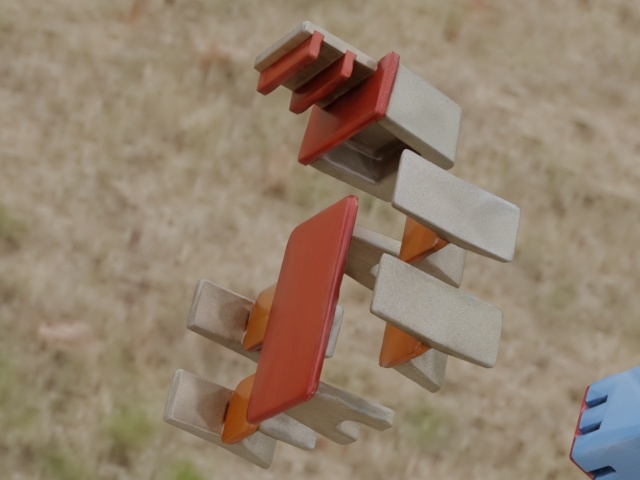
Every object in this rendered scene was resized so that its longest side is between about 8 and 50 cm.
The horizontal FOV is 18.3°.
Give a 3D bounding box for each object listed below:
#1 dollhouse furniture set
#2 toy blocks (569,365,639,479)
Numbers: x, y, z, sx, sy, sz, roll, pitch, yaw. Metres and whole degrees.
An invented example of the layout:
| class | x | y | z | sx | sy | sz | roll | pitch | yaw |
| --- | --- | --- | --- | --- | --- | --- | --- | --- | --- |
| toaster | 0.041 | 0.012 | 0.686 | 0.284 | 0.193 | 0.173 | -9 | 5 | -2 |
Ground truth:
| class | x | y | z | sx | sy | sz | roll | pitch | yaw |
| --- | --- | --- | --- | --- | --- | --- | --- | --- | --- |
| dollhouse furniture set | 0.000 | 0.000 | 1.321 | 0.135 | 0.262 | 0.259 | 27 | 57 | -24 |
| toy blocks | 0.267 | 0.141 | 0.980 | 0.381 | 0.261 | 0.190 | 44 | 45 | -23 |
